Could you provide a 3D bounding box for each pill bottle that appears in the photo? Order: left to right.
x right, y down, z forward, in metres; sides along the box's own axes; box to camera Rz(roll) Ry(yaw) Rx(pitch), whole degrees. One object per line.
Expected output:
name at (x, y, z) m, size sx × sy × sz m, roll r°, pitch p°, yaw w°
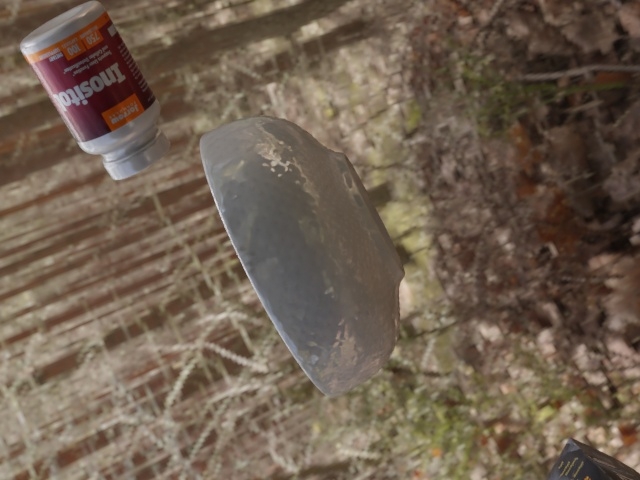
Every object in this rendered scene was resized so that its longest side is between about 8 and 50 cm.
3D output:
pill bottle at (-0.203, -0.136, 1.130) m, size 0.086 × 0.086 × 0.152 m, roll 0°, pitch 125°, yaw 52°

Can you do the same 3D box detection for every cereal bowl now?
cereal bowl at (0.000, 0.000, 1.402) m, size 0.339 × 0.141 × 0.339 m, roll 61°, pitch -173°, yaw -12°

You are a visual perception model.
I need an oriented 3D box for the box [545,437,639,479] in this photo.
box at (0.178, 0.329, 0.923) m, size 0.307 × 0.077 × 0.242 m, roll -61°, pitch 9°, yaw 4°
